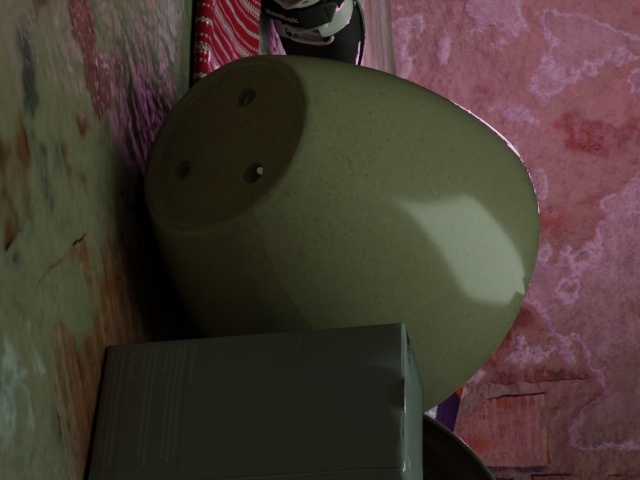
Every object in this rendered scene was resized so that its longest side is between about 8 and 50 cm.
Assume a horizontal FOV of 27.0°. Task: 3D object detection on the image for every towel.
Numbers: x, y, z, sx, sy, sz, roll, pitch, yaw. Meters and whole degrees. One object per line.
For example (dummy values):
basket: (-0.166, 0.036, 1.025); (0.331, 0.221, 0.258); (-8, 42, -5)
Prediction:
towel: (-0.094, -0.208, 1.400); (0.199, 0.031, 0.274); (57, 32, -70)

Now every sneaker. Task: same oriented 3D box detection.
sneaker: (-0.031, -0.308, 1.597); (0.146, 0.123, 0.330); (-57, 144, -50)

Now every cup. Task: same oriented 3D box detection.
cup: (-0.012, -0.027, 1.144); (0.237, 0.331, 0.331); (39, 44, -45)

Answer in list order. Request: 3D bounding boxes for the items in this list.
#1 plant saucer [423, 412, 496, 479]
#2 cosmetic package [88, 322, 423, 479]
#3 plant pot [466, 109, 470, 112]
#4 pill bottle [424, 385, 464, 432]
plant saucer: (0.001, 0.262, 1.022); (0.050, 0.311, 0.310); (82, 10, -57)
cosmetic package: (-0.043, 0.144, 0.996); (0.107, 0.238, 0.127); (73, 18, -54)
plant pot: (0.048, -0.003, 1.512); (0.248, 0.252, 0.247); (-61, 147, -72)
pill bottle: (0.039, 0.167, 1.278); (0.181, 0.182, 0.322); (67, 36, -63)
